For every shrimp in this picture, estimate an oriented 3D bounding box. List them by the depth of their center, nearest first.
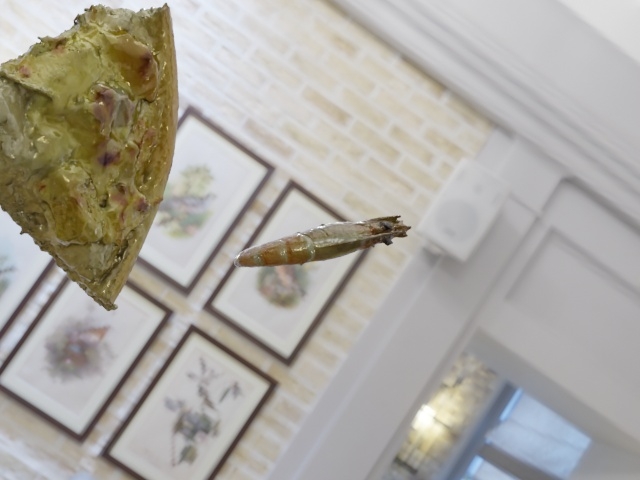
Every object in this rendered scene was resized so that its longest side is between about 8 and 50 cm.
[{"bbox_3d":[0.000,0.000,0.693,0.083,0.114,0.023,-133,-150,-86],"label":"shrimp"}]

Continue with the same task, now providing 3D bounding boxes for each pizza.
[{"bbox_3d":[-0.094,-0.032,0.389,0.026,0.123,0.108,15,8,39],"label":"pizza"}]
